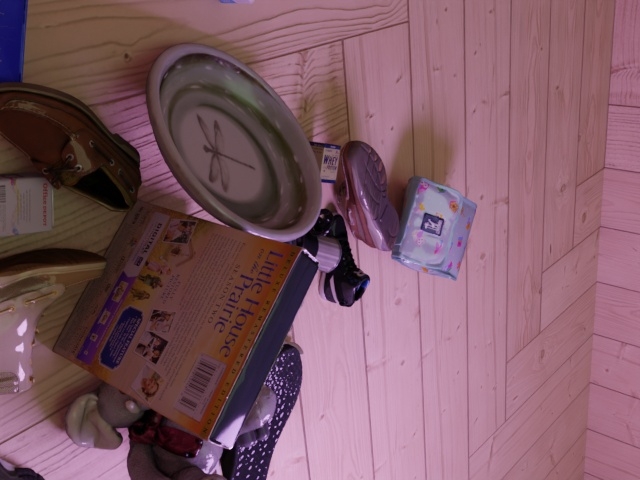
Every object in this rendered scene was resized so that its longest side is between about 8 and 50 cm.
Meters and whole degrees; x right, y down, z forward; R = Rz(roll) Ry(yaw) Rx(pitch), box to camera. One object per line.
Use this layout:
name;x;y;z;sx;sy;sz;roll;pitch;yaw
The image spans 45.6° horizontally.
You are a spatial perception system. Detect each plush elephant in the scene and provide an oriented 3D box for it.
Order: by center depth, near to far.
plush elephant;-0.288;0.315;1.371;0.255;0.330;0.272;53;46;-19

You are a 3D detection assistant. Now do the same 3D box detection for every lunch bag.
lunch bag;0.280;-0.030;1.959;0.262;0.160;0.224;24;81;-57

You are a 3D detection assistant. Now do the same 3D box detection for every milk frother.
milk frother;0.000;0.000;1.667;0.134;0.143;0.129;16;82;-48

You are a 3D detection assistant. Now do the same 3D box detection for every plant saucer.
plant saucer;-0.165;-0.160;1.367;0.400;0.100;0.401;33;41;-33

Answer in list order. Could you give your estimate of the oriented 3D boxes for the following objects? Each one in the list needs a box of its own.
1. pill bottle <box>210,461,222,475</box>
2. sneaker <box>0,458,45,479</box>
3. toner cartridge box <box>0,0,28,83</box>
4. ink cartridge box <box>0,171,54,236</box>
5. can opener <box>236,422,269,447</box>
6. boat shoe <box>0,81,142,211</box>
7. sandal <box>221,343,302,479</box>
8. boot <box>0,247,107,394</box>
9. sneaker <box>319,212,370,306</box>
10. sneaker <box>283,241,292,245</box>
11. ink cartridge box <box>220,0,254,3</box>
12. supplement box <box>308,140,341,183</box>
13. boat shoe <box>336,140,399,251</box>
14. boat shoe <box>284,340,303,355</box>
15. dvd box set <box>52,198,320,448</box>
pill bottle;-0.252;0.532;1.568;0.117;0.117;0.215;-29;123;-41
sneaker;-0.553;0.448;1.216;0.182;0.158;0.410;-29;131;-3
toner cartridge box;-0.558;-0.292;0.976;0.347;0.075;0.165;-3;103;-49
ink cartridge box;-0.477;-0.055;1.166;0.122;0.052;0.089;-9;109;-46
can opener;-0.182;0.268;1.521;0.076;0.095;0.284;-16;92;-45
boat shoe;-0.378;-0.134;1.162;0.307;0.110;0.105;30;46;-56
sandal;-0.166;0.415;1.660;0.167;0.107;0.446;-1;115;-50
boot;-0.460;0.128;1.210;0.262;0.095;0.204;-16;113;-44
sneaker;0.066;0.048;1.776;0.079;0.121;0.217;-16;114;-47
sneaker;-0.101;-0.051;1.547;0.104;0.125;0.262;-40;129;-35
ink cartridge box;-0.170;-0.502;1.347;0.143;0.092;0.090;41;72;-46
supplement box;-0.009;-0.171;1.647;0.056;0.083;0.083;0;101;-50
boat shoe;0.090;-0.095;1.754;0.123;0.116;0.324;-60;146;-34
boat shoe;-0.092;0.244;1.718;0.043;0.049;0.137;-37;143;17
dvd box set;-0.229;0.110;1.222;0.062;0.420;0.308;39;71;-48
